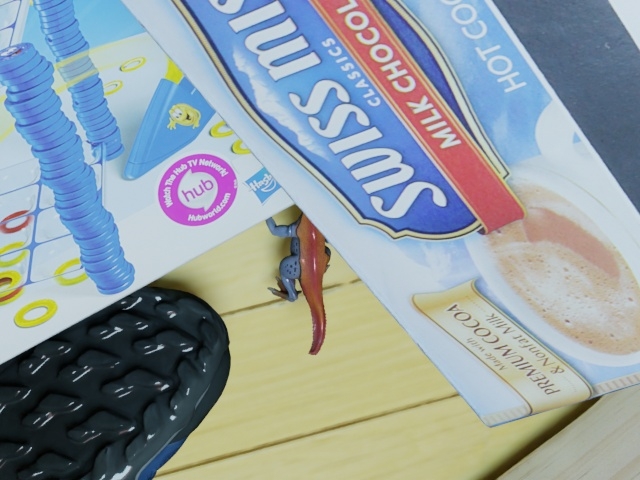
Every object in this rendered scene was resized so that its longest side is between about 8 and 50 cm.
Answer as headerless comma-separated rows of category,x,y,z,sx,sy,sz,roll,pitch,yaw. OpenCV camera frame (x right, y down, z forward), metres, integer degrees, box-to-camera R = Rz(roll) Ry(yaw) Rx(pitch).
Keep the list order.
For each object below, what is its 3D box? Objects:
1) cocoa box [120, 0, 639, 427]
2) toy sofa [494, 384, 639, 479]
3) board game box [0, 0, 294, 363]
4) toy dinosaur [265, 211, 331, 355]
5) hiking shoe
cocoa box,0.089,-0.127,0.742,0.228,0.231,0.347,-21,129,26
toy sofa,0.165,0.229,1.093,0.362,0.177,0.150,-40,149,6
board game box,-0.203,-0.080,0.792,0.308,0.086,0.302,-29,125,-1
toy dinosaur,0.000,0.000,0.928,0.047,0.090,0.082,-21,158,-25
hiking shoe,-0.161,0.145,0.953,0.304,0.113,0.132,-43,155,1
